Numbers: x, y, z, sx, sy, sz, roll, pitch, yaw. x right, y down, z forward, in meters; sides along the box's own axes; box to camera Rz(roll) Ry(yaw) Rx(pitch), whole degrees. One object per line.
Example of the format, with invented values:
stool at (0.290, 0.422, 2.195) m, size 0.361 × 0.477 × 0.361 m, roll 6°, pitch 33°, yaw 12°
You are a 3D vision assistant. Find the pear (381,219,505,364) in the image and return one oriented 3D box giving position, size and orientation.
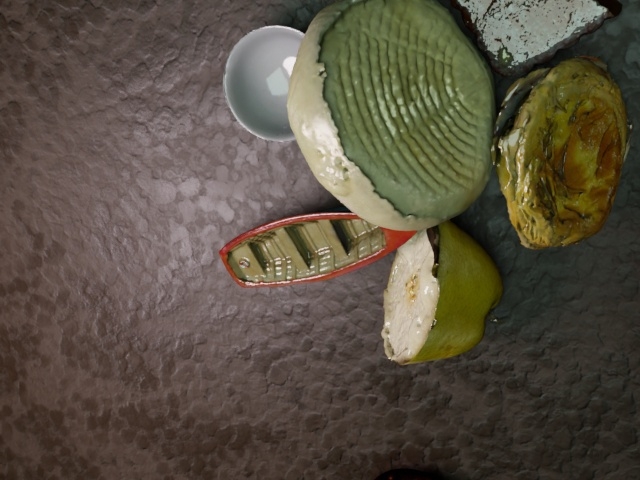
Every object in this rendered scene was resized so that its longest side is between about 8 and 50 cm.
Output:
pear at (0.214, 0.082, 1.340) m, size 0.178 × 0.267 × 0.267 m, roll 8°, pitch 111°, yaw -16°

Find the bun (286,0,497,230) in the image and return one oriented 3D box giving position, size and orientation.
bun at (0.091, -0.189, 1.223) m, size 0.202 × 0.364 × 0.364 m, roll -15°, pitch 104°, yaw 53°

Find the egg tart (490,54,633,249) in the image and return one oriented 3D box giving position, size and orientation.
egg tart at (0.350, -0.134, 1.223) m, size 0.132 × 0.297 × 0.297 m, roll 28°, pitch 120°, yaw 52°

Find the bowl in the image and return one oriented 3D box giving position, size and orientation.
bowl at (-0.060, -0.262, 1.354) m, size 0.189 × 0.086 × 0.189 m, roll 5°, pitch 106°, yaw 16°

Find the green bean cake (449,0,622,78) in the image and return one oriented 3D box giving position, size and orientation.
green bean cake at (0.300, -0.376, 1.210) m, size 0.198 × 0.097 × 0.233 m, roll -36°, pitch 94°, yaw 23°

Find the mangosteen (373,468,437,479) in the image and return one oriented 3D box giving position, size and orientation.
mangosteen at (0.164, 0.518, 1.493) m, size 0.200 × 0.200 × 0.200 m, roll 5°, pitch 107°, yaw 15°

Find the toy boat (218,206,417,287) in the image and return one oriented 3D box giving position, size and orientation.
toy boat at (0.000, 0.000, 1.383) m, size 0.392 × 0.079 × 0.136 m, roll -15°, pitch 118°, yaw 31°
